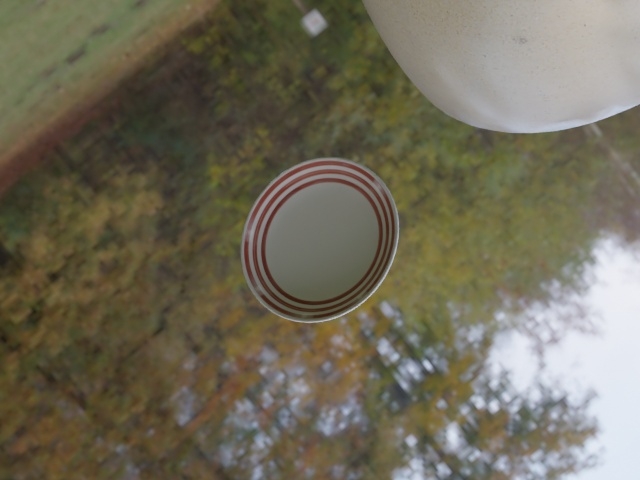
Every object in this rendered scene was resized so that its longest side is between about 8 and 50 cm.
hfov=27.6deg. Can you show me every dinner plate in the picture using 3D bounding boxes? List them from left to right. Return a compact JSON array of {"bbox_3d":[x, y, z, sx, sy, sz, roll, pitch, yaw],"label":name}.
[{"bbox_3d":[0.000,0.000,1.065,0.141,0.141,0.017,-37,152,8],"label":"dinner plate"}]

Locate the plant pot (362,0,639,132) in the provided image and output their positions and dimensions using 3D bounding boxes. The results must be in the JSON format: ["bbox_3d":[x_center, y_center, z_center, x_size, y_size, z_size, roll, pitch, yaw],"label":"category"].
[{"bbox_3d":[0.113,-0.231,0.751,0.284,0.191,0.284,-22,-130,29],"label":"plant pot"}]
